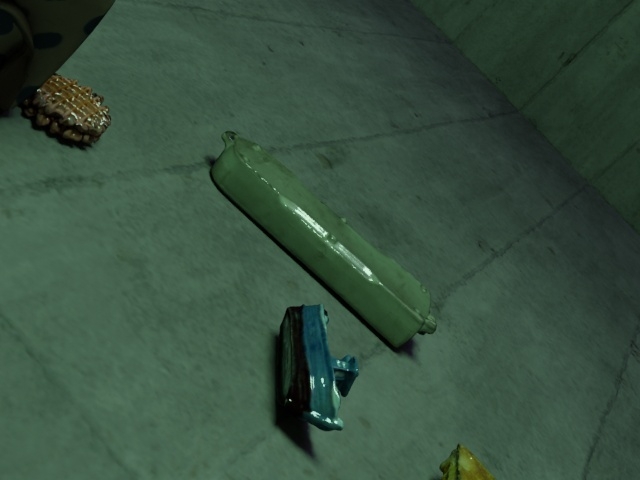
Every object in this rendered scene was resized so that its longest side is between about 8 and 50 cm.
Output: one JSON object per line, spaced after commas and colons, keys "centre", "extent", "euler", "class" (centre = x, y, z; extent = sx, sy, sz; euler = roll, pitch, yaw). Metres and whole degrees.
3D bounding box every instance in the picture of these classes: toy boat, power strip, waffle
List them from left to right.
{"centre": [-0.218, -0.114, 0.813], "extent": [0.083, 0.029, 0.075], "euler": [19, 30, -40], "class": "waffle"}
{"centre": [-0.001, 0.101, 0.762], "extent": [0.061, 0.060, 0.137], "euler": [15, 26, -11], "class": "toy boat"}
{"centre": [0.001, -0.002, 0.963], "extent": [0.286, 0.048, 0.080], "euler": [42, 20, -5], "class": "power strip"}

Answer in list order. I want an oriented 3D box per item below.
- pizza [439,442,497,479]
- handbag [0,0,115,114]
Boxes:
{"centre": [0.130, 0.242, 0.758], "extent": [0.134, 0.046, 0.175], "euler": [21, 31, -45], "class": "pizza"}
{"centre": [-0.279, -0.209, 0.665], "extent": [0.190, 0.193, 0.251], "euler": [51, 23, 20], "class": "handbag"}
